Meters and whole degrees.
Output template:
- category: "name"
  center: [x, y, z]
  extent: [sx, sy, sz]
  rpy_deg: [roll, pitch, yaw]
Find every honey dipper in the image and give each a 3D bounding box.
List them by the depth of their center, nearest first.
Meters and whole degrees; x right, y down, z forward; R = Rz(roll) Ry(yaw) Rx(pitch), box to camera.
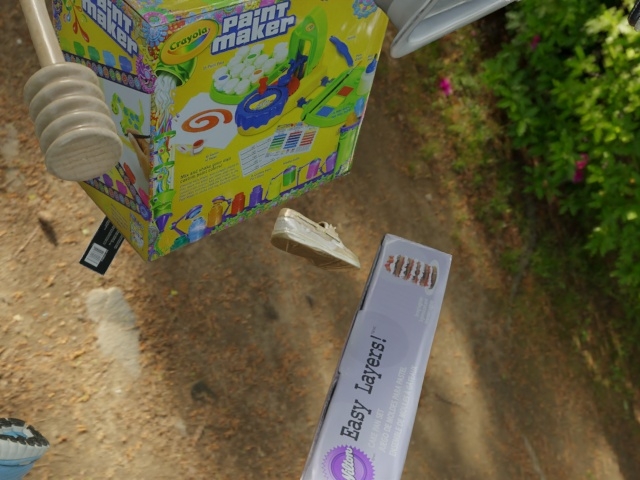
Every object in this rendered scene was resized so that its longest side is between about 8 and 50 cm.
- category: "honey dipper"
  center: [-0.120, -0.095, 0.337]
  extent: [0.030, 0.030, 0.161]
  rpy_deg: [3, 52, -45]

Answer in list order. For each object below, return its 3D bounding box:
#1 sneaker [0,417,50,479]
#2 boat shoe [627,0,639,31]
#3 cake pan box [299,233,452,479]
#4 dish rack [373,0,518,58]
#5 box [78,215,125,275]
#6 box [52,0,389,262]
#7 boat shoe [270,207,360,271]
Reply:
- category: "sneaker"
  center: [-0.309, 0.194, 0.686]
  extent: [0.162, 0.063, 0.073]
  rpy_deg: [24, 93, -53]
- category: "boat shoe"
  center: [0.301, -0.243, 0.720]
  extent: [0.038, 0.046, 0.125]
  rpy_deg: [31, 81, 10]
- category: "cake pan box"
  center: [0.025, 0.167, 0.653]
  extent: [0.070, 0.246, 0.267]
  rpy_deg: [17, 42, 6]
- category: "dish rack"
  center: [0.182, -0.272, 0.561]
  extent: [0.072, 0.285, 0.333]
  rpy_deg: [51, 46, 3]
- category: "box"
  center: [-0.244, -0.056, 1.041]
  extent: [0.036, 0.114, 0.207]
  rpy_deg: [30, 85, -13]
- category: "box"
  center: [-0.100, -0.176, 0.836]
  extent: [0.290, 0.279, 0.177]
  rpy_deg: [-26, 57, -34]
- category: "boat shoe"
  center: [0.000, 0.000, 1.149]
  extent: [0.170, 0.063, 0.059]
  rpy_deg: [27, 63, -46]
